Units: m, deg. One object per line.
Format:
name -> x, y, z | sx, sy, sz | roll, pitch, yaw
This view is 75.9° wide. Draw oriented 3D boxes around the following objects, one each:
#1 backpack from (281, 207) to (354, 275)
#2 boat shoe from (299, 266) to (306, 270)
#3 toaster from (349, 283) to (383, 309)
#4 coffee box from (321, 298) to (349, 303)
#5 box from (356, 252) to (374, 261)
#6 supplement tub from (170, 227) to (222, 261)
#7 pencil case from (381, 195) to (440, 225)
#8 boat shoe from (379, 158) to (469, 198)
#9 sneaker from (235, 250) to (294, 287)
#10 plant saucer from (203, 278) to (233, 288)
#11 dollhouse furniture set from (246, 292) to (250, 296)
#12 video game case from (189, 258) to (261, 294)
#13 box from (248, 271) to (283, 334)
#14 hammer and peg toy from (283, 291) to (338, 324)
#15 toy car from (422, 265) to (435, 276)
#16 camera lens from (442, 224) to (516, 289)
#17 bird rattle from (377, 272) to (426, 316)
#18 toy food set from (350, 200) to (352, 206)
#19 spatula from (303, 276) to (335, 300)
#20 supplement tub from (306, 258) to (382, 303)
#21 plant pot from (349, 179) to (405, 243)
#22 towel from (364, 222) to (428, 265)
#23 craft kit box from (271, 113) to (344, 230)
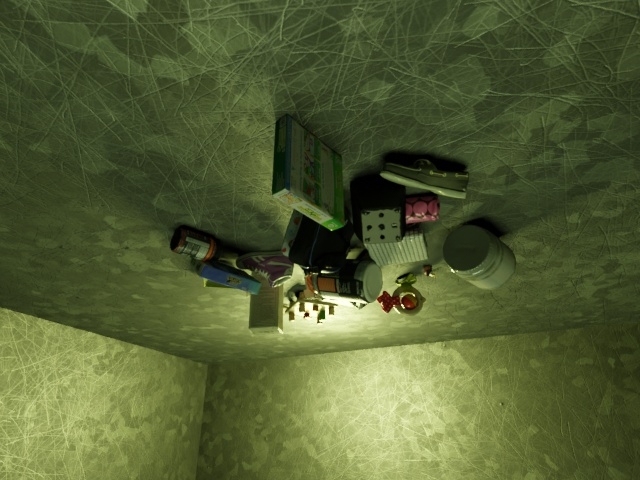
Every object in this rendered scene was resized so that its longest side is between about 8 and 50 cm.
backpack -> 0.000, 0.000, 1.516 | 0.213, 0.276, 0.263 | 18, 175, 37
boat shoe -> -0.085, 0.088, 1.879 | 0.066, 0.063, 0.184 | -2, 153, 2
toaster -> 0.222, 0.243, 2.076 | 0.186, 0.110, 0.168 | -33, 153, -22
coffee box -> 0.142, 0.285, 2.233 | 0.247, 0.098, 0.141 | 16, 148, -30
box -> 0.226, 0.096, 1.916 | 0.059, 0.054, 0.169 | 14, 149, -27
supplement tub -> -0.509, 0.025, 1.699 | 0.198, 0.105, 0.106 | 23, 144, -39
pencil case -> 0.326, -0.104, 1.483 | 0.210, 0.098, 0.095 | -8, 153, 12
boat shoe -> 0.332, -0.205, 1.294 | 0.306, 0.091, 0.109 | 11, -172, -18
sneaker -> -0.260, 0.137, 1.868 | 0.283, 0.160, 0.102 | -7, 154, 14
plant saucer -> -0.498, 0.191, 2.088 | 0.189, 0.045, 0.188 | 6, 152, -12
dollhouse furniture set -> -0.348, 0.267, 2.201 | 0.091, 0.081, 0.114 | -23, 146, 36
video game case -> -0.428, 0.148, 1.834 | 0.270, 0.061, 0.244 | 23, 179, -29
box -> -0.260, 0.291, 2.000 | 0.148, 0.310, 0.121 | -4, 152, 7
hammer and peg toy -> -0.083, 0.429, 2.475 | 0.266, 0.127, 0.361 | 10, 151, -21
toy car -> 0.542, 0.168, 2.069 | 0.041, 0.060, 0.122 | 21, 159, 33
camera lens -> 0.662, 0.073, 1.705 | 0.220, 0.219, 0.274 | -23, 145, 36
bird rattle -> 0.428, 0.297, 2.112 | 0.207, 0.253, 0.143 | 40, 147, 14
toy food set -> 0.151, -0.135, 1.499 | 0.083, 0.020, 0.083 | 18, 148, -33
spatula -> -0.003, 0.236, 2.042 | 0.169, 0.242, 0.019 | 1, 109, -7
supplement tub -> 0.105, 0.176, 1.871 | 0.316, 0.193, 0.194 | 3, 159, 35
plant pot -> 0.196, -0.085, 1.360 | 0.188, 0.167, 0.187 | -3, 118, 7
towel -> 0.306, -0.001, 1.667 | 0.235, 0.121, 0.283 | -8, 154, 18
craft kit box -> -0.028, -0.185, 1.149 | 0.061, 0.249, 0.247 | -23, 144, 37
